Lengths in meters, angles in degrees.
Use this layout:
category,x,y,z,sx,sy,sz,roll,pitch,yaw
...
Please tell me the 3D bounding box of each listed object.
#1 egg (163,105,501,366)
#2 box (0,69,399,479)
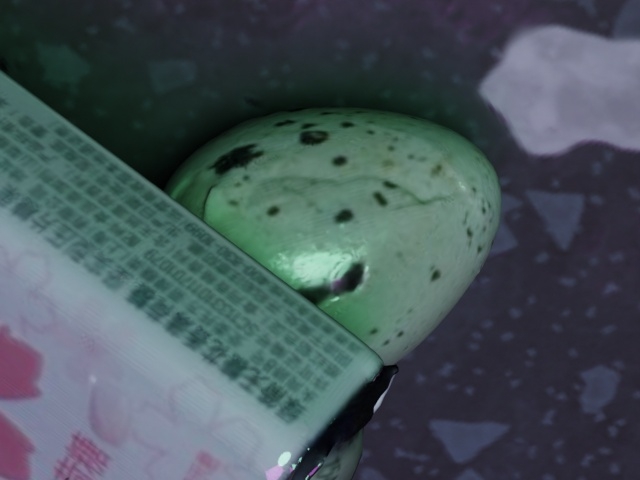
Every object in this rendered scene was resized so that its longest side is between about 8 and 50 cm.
category,x,y,z,sx,sy,sz,roll,pitch,yaw
egg,0.000,0.000,0.882,0.164,0.131,0.131,-30,116,8
box,-0.157,0.025,0.829,0.369,0.112,0.190,37,127,7
